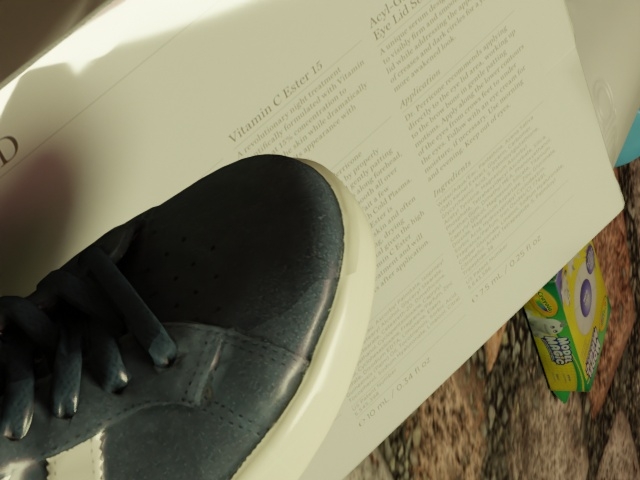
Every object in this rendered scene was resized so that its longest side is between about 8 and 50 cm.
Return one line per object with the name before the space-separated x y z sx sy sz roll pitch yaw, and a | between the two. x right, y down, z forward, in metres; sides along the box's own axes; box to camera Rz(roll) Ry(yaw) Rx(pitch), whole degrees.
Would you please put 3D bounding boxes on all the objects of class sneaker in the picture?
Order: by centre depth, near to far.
sneaker | -0.139 0.074 0.642 0.350 0.131 0.148 -42 130 -6

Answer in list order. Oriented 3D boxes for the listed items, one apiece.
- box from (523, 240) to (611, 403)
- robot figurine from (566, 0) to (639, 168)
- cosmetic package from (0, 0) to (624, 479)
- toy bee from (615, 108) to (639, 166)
box | 0.221 0.057 1.771 0.179 0.043 0.105 69 32 -45
robot figurine | 0.112 -0.112 1.304 0.300 0.200 0.353 -55 -177 41
cosmetic package | -0.050 -0.014 0.841 0.377 0.097 0.284 -41 135 -21
toy bee | 0.178 -0.128 1.555 0.195 0.162 0.298 -110 -155 -59
